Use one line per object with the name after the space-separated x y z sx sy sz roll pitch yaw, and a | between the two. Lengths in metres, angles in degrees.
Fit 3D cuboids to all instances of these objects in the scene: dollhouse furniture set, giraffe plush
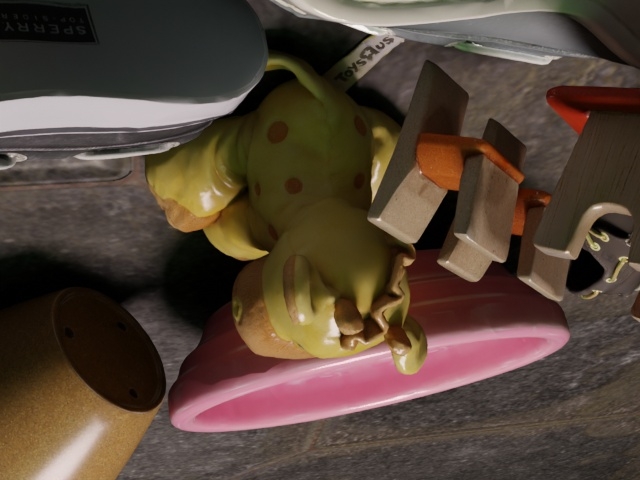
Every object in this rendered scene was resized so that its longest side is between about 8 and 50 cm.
0.204 -0.019 0.477 0.262 0.135 0.259 12 169 41 | dollhouse furniture set
0.000 0.000 0.567 0.182 0.170 0.210 5 149 -26 | giraffe plush

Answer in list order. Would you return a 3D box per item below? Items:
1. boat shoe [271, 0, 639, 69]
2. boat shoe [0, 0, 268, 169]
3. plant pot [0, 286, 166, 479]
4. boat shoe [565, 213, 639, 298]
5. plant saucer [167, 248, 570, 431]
0.103 -0.143 0.450 0.320 0.116 0.099 -3 -165 -26 | boat shoe
-0.178 -0.081 0.428 0.306 0.113 0.105 -9 163 -36 | boat shoe
-0.257 0.154 0.757 0.254 0.237 0.237 -39 144 18 | plant pot
0.228 -0.009 0.720 0.069 0.081 0.227 -16 154 4 | boat shoe
0.035 0.085 0.784 0.332 0.084 0.332 -12 164 -3 | plant saucer
